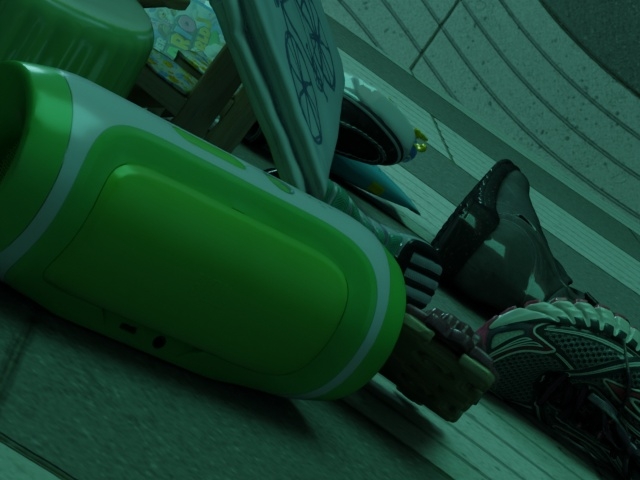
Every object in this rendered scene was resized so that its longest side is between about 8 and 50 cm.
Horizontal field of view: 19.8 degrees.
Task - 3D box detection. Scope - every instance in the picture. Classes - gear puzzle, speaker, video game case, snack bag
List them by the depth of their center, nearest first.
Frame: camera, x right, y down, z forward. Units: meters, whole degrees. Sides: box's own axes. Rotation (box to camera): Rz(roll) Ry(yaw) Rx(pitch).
[{"bbox_3d":[-0.087,0.002,1.098,0.296,0.131,0.131,27,14,-38],"label":"speaker"},{"bbox_3d":[-0.017,0.008,1.313,0.339,0.044,0.175,35,-15,5],"label":"gear puzzle"},{"bbox_3d":[-0.052,-0.224,1.393,0.323,0.037,0.342,-79,152,-69],"label":"snack bag"},{"bbox_3d":[-0.141,-0.191,1.818,0.166,0.119,0.015,32,-31,-6],"label":"video game case"}]

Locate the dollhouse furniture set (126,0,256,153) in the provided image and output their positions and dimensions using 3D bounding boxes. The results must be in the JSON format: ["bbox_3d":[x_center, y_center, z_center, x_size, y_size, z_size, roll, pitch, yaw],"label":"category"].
[{"bbox_3d":[-0.198,-0.273,1.567,0.362,0.256,0.394,39,12,8],"label":"dollhouse furniture set"}]

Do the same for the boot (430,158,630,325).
[{"bbox_3d":[0.232,0.039,1.980,0.223,0.118,0.338,38,22,1],"label":"boot"}]

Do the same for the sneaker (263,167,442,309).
[{"bbox_3d":[0.000,0.000,1.557,0.223,0.083,0.098,31,-10,-40],"label":"sneaker"}]

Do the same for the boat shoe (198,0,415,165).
[{"bbox_3d":[-0.044,-0.140,1.901,0.301,0.102,0.108,29,-30,-17],"label":"boat shoe"}]

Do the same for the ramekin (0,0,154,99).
[{"bbox_3d":[-0.255,-0.149,1.182,0.303,0.148,0.303,33,11,-7],"label":"ramekin"}]

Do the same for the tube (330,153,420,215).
[{"bbox_3d":[0.022,-0.093,2.028,0.207,0.052,0.080,34,7,-20],"label":"tube"}]

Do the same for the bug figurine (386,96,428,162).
[{"bbox_3d":[-0.009,-0.174,2.068,0.216,0.072,0.279,19,-18,50],"label":"bug figurine"}]

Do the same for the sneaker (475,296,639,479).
[{"bbox_3d":[0.259,0.146,1.567,0.299,0.121,0.112,24,44,-15],"label":"sneaker"}]
